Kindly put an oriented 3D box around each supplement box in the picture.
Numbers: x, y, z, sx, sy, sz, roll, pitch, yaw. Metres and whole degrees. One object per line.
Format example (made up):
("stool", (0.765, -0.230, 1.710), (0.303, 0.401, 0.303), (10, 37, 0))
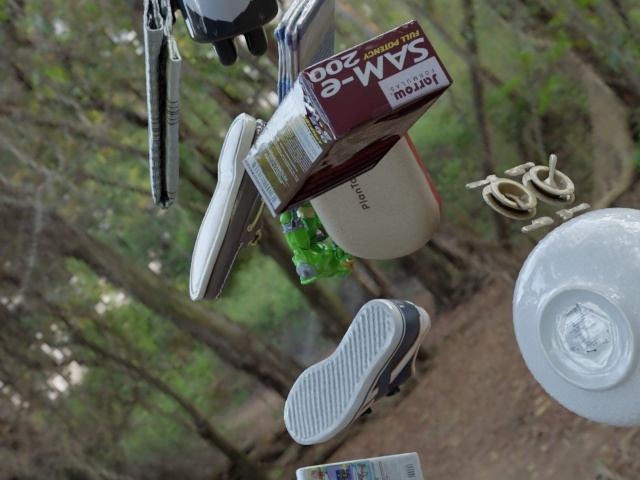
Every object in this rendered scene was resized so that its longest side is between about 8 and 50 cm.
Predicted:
("supplement box", (0.018, -0.110, 1.226), (0.130, 0.073, 0.239), (-27, -6, -22))

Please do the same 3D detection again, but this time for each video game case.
("video game case", (0.073, 0.416, 1.828), (0.193, 0.212, 0.023), (-3, -19, -27))

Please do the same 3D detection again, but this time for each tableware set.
("tableware set", (0.325, -0.080, 1.972), (0.194, 0.128, 0.039), (-19, -39, -46))

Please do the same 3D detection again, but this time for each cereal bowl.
("cereal bowl", (0.425, 0.127, 1.917), (0.141, 0.339, 0.339), (-21, -19, -48))

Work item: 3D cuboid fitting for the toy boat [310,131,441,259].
("toy boat", (0.063, -0.092, 1.613), (0.151, 0.231, 0.151), (-17, 26, 24))

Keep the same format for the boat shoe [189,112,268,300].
("boat shoe", (-0.137, -0.046, 2.170), (0.117, 0.097, 0.324), (5, 79, 66))

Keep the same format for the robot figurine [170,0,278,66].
("robot figurine", (-0.175, -0.452, 2.267), (0.209, 0.278, 0.174), (-32, 24, -33))

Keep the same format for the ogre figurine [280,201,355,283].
("ogre figurine", (0.000, 0.000, 1.914), (0.097, 0.118, 0.197), (-12, -6, 8))

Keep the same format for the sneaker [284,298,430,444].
("sneaker", (0.070, 0.226, 2.158), (0.127, 0.126, 0.321), (2, -44, -47))

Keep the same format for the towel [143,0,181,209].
("towel", (-0.249, -0.266, 2.043), (0.312, 0.056, 0.324), (-101, 10, -52))

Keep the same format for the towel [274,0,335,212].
("towel", (-0.020, -0.204, 1.741), (0.209, 0.034, 0.285), (-64, -20, -52))
